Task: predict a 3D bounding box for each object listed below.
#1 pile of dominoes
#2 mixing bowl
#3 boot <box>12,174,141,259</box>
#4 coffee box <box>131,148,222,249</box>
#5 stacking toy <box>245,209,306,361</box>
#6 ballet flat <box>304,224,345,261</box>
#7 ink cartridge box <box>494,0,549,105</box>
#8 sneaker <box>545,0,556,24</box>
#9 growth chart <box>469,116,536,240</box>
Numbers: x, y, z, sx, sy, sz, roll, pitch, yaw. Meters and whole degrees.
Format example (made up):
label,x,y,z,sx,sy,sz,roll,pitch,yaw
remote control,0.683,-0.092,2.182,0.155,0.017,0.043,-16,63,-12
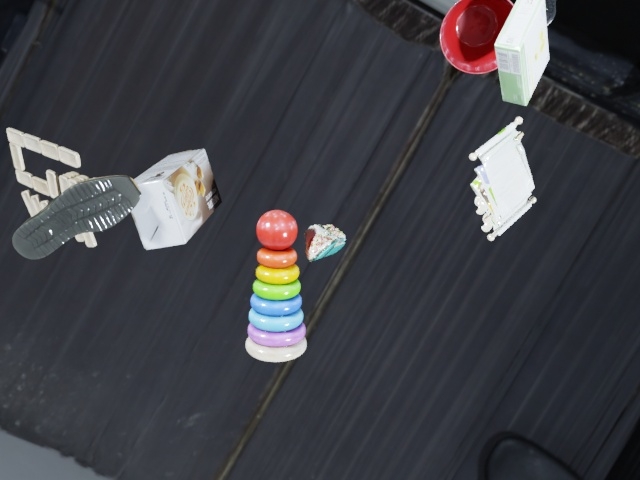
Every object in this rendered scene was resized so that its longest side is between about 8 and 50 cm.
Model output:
label,x,y,z,sx,sy,sz,roll,pitch,yaw
pile of dominoes,-0.521,-0.110,1.245,0.251,0.196,0.040,21,33,31
mixing bowl,0.369,-0.491,1.460,0.181,0.181,0.098,29,29,-8
boot,-0.355,-0.061,0.942,0.137,0.198,0.077,-100,166,-65
coffee box,-0.313,-0.096,1.357,0.098,0.141,0.246,-9,20,13
stacking toy,-0.100,0.094,1.394,0.141,0.330,0.141,1,14,0
ballet flat,0.000,0.000,1.453,0.077,0.091,0.241,49,7,6
ink cartridge box,0.403,-0.401,1.184,0.056,0.235,0.171,21,-15,29
sneaker,0.527,-0.557,1.549,0.084,0.235,0.097,34,-40,3
growth chart,0.396,-0.126,1.360,0.021,0.172,0.237,37,-25,55
